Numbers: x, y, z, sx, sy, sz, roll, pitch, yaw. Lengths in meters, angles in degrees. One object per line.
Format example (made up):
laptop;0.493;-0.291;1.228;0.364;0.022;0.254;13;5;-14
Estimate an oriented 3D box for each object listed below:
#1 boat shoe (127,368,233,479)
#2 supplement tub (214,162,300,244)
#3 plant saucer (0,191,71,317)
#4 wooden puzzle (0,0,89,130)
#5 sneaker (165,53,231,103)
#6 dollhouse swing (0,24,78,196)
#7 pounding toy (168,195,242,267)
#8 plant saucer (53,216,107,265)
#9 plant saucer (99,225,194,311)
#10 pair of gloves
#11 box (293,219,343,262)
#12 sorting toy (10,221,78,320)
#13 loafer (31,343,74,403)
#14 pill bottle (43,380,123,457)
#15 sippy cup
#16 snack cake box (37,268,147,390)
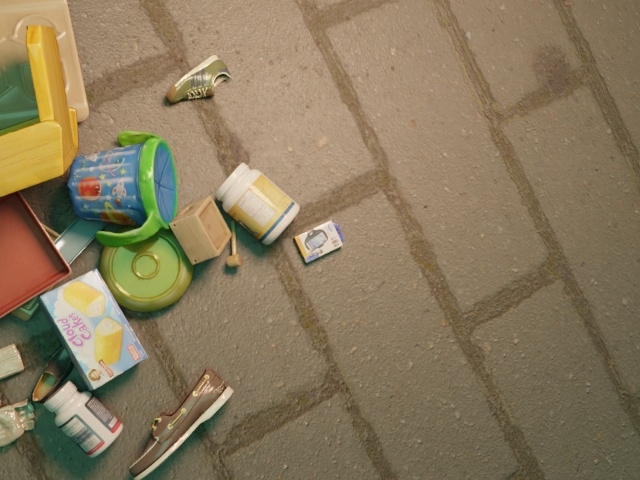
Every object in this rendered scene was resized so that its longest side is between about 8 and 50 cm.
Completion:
boat shoe;-0.372;0.472;1.599;0.324;0.116;0.096;-43;91;-17
supplement tub;-0.172;-0.100;1.681;0.200;0.144;0.144;41;77;-6
plant saucer;-0.770;0.035;1.503;0.259;0.048;0.258;-32;95;1
wooden puzzle;-0.791;-0.455;1.604;0.322;0.080;0.347;-11;92;-14
sneaker;-0.328;-0.425;1.712;0.086;0.064;0.192;45;74;-1
dollhouse swing;-0.707;-0.289;1.405;0.315;0.347;0.305;-21;112;-8
pounding toy;-0.295;-0.005;1.662;0.094;0.181;0.206;-19;112;18
plant saucer;-0.623;-0.008;1.595;0.067;0.018;0.192;37;54;-8
plant saucer;-0.452;0.067;1.616;0.241;0.037;0.241;1;87;-10
pair of gloves;-0.821;0.392;1.519;0.204;0.042;0.240;-12;90;-23
box;0.000;0.000;1.773;0.136;0.028;0.081;-26;91;-13
sorting toy;-0.805;0.030;1.567;0.307;0.041;0.229;35;79;-10
loafer;-0.668;0.334;1.565;0.062;0.061;0.170;26;79;-9
pill bottle;-0.590;0.439;1.543;0.108;0.108;0.180;-43;101;-13
sippy cup;-0.498;-0.137;1.567;0.224;0.305;0.240;-2;110;2
snack cake box;-0.574;0.224;1.566;0.152;0.089;0.264;-31;93;-31
